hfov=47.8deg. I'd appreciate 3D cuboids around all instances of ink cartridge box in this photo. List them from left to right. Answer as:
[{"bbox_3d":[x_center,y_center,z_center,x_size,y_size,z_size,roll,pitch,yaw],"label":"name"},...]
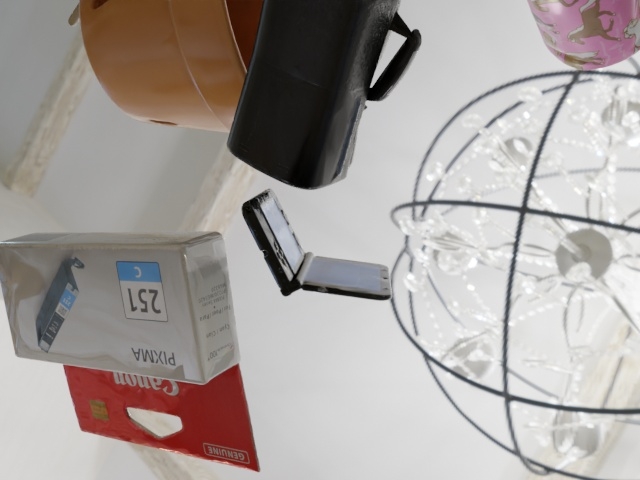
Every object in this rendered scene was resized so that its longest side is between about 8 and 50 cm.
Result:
[{"bbox_3d":[-0.214,0.122,0.778,0.296,0.066,0.261,0,-76,34],"label":"ink cartridge box"}]

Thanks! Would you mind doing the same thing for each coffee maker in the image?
[{"bbox_3d":[-0.017,-0.144,0.618,0.120,0.171,0.178,43,-54,41],"label":"coffee maker"}]

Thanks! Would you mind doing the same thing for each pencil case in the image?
[{"bbox_3d":[0.272,-0.349,0.769,0.160,0.386,0.167,-21,-120,23],"label":"pencil case"}]

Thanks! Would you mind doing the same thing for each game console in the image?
[{"bbox_3d":[0.000,0.000,0.558,0.071,0.122,0.107,-26,-84,7],"label":"game console"}]

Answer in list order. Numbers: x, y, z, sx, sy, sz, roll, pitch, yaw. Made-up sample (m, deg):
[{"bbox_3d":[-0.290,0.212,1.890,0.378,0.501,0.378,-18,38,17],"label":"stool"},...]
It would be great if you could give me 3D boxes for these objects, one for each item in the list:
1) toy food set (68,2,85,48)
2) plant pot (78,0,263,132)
[{"bbox_3d":[-0.357,-0.353,1.212,0.192,0.038,0.132,47,-65,13],"label":"toy food set"},{"bbox_3d":[-0.130,-0.248,0.824,0.204,0.291,0.290,-4,-106,23],"label":"plant pot"}]
